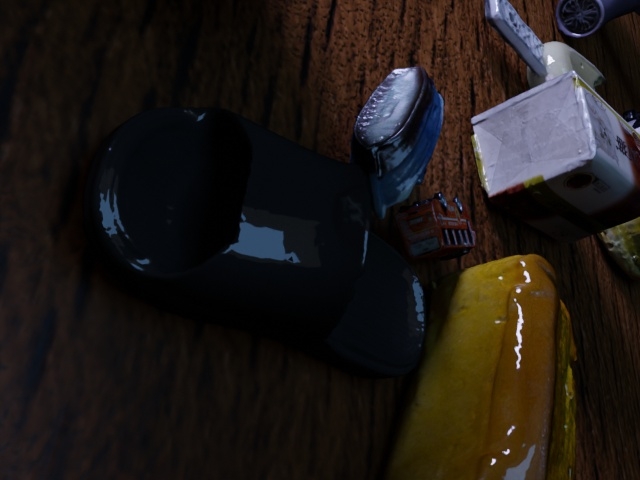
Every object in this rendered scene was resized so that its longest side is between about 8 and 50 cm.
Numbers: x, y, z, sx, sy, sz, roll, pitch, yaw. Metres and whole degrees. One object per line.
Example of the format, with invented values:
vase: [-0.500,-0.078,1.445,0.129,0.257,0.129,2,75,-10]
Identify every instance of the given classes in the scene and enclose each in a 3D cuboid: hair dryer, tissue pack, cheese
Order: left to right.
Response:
cheese: [0.248,-0.190,0.807,0.235,0.050,0.127,34,50,-37]
tissue pack: [0.225,-0.068,0.675,0.149,0.106,0.099,20,57,-43]
hair dryer: [0.497,-0.280,1.028,0.361,0.121,0.301,42,48,3]

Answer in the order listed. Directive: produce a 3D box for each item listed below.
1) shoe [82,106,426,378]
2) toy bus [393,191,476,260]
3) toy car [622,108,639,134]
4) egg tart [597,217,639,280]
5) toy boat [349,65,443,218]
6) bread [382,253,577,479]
shoe: [0.000,0.000,0.389,0.241,0.093,0.108,31,52,-39]
toy bus: [0.083,-0.008,0.517,0.110,0.031,0.043,0,71,-67]
toy car: [0.447,-0.143,0.996,0.171,0.080,0.070,-38,102,-51]
egg tart: [0.371,-0.044,0.868,0.191,0.074,0.191,27,53,-43]
toy boat: [0.054,-0.068,0.515,0.137,0.060,0.061,-68,149,-48]
bread: [0.112,0.113,0.469,0.102,0.094,0.245,52,40,-27]
